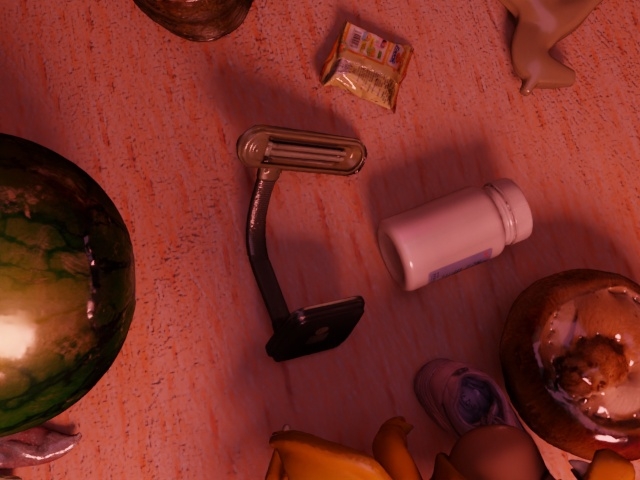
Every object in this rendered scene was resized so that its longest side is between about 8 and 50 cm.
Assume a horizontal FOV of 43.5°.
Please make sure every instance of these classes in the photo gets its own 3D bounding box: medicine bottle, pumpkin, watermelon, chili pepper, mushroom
[{"bbox_3d":[0.177,-0.011,1.061,0.187,0.103,0.102,-21,81,-12],"label":"medicine bottle"},{"bbox_3d":[-0.133,-0.351,1.090,0.248,0.131,0.125,-22,73,-7],"label":"pumpkin"},{"bbox_3d":[-0.384,0.051,0.861,0.364,0.363,0.363,2,77,-7],"label":"watermelon"},{"bbox_3d":[-0.369,0.249,0.967,0.153,0.041,0.050,-1,97,-24],"label":"chili pepper"},{"bbox_3d":[0.347,0.154,1.015,0.253,0.153,0.253,5,66,-12],"label":"mushroom"}]

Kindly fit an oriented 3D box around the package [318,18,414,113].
[{"bbox_3d":[0.067,-0.249,1.139,0.121,0.031,0.108,20,76,-8],"label":"package"}]

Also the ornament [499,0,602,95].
[{"bbox_3d":[0.327,-0.343,1.177,0.245,0.061,0.230,-40,87,-15],"label":"ornament"}]

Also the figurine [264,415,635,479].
[{"bbox_3d":[0.123,0.357,0.848,0.387,0.268,0.400,5,104,19],"label":"figurine"}]

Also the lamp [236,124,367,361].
[{"bbox_3d":[-0.004,0.000,1.049,0.203,0.124,0.283,-7,74,-29],"label":"lamp"}]

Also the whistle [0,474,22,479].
[{"bbox_3d":[-0.388,0.401,0.917,0.126,0.067,0.257,8,74,-6],"label":"whistle"}]

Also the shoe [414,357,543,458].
[{"bbox_3d":[0.216,0.249,0.990,0.095,0.137,0.245,-35,83,-9],"label":"shoe"}]
